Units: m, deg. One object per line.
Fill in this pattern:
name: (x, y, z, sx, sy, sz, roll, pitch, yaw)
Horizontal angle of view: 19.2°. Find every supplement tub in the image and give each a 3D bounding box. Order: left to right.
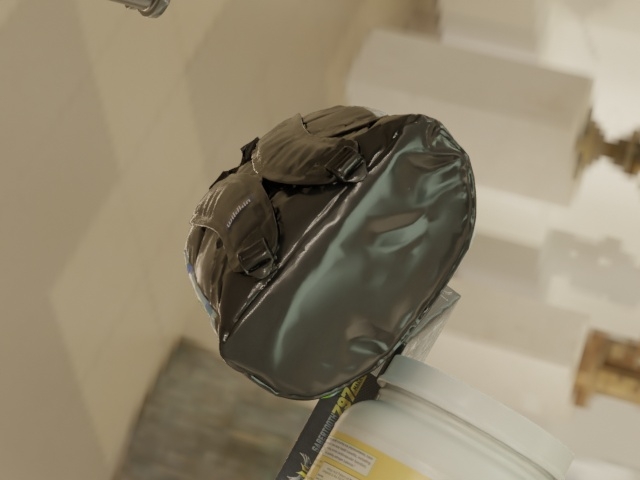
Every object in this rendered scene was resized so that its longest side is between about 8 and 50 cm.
supplement tub: (0.079, 0.303, 1.830, 0.331, 0.241, 0.241, -60, 160, -7)

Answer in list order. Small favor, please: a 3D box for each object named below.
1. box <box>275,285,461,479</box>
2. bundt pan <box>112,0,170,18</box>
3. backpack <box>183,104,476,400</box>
box: (0.053, 0.160, 2.055, 0.232, 0.059, 0.183, -62, 167, 25)
bundt pan: (-0.169, -0.332, 1.390, 0.331, 0.124, 0.330, -178, -90, -69)
backpack: (0.000, 0.000, 1.813, 0.273, 0.355, 0.290, 42, 86, -31)
